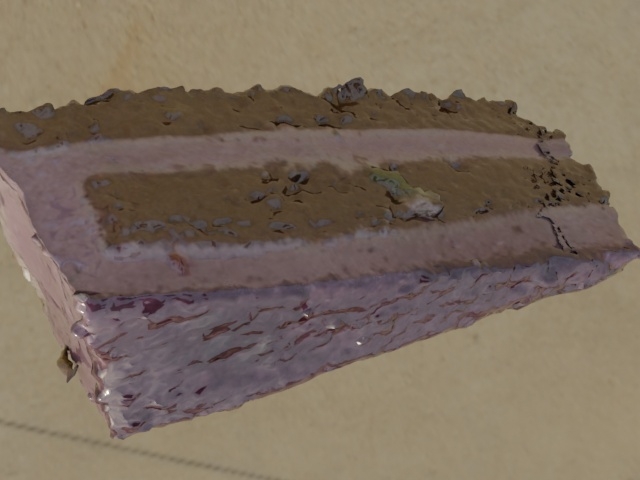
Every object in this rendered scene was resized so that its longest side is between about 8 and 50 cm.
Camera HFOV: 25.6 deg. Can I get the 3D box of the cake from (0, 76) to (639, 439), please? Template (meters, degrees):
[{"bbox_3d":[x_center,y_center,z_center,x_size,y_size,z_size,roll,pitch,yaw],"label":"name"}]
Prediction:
[{"bbox_3d":[0.000,0.000,0.601,0.295,0.116,0.113,-9,142,-29],"label":"cake"}]
